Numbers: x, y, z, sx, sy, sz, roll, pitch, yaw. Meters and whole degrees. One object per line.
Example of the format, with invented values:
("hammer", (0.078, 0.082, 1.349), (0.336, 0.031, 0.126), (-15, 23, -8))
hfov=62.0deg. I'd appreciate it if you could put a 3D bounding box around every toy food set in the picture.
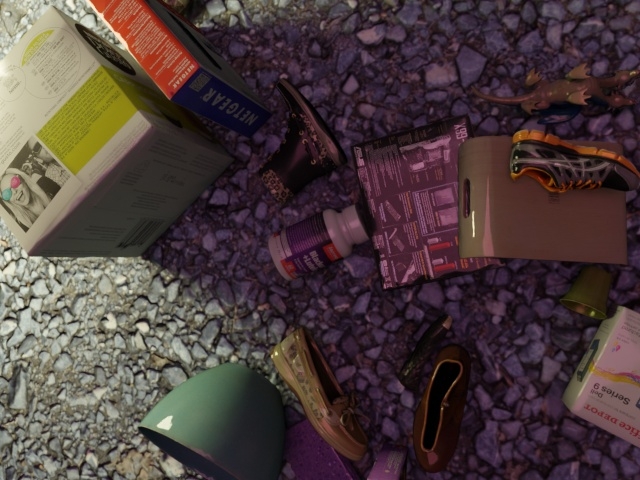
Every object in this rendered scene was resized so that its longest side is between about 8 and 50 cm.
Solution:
("toy food set", (0.408, -0.067, 0.977), (0.306, 0.092, 0.219), (3, 82, 0))

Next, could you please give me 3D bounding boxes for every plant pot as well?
("plant pot", (-0.185, 0.364, 1.071), (0.290, 0.290, 0.195), (21, 57, 15))
("plant pot", (0.499, 0.092, 0.984), (0.083, 0.083, 0.079), (24, 82, 15))

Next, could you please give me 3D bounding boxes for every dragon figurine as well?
("dragon figurine", (0.444, -0.271, 1.006), (0.289, 0.144, 0.085), (-3, 88, 34))

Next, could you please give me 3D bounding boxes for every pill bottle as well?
("pill bottle", (0.000, 0.000, 1.099), (0.193, 0.108, 0.108), (-24, 81, 13))

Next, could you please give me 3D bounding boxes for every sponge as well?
("sponge", (0.003, 0.473, 1.105), (0.117, 0.031, 0.210), (-37, 80, 22))

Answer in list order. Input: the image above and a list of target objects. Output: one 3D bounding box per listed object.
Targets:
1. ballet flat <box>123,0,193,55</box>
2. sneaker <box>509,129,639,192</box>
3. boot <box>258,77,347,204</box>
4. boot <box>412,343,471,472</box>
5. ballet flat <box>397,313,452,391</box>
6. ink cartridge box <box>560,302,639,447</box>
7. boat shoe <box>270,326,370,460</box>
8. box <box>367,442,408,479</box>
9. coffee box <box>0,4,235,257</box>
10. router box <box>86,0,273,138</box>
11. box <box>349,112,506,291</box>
("ballet flat", (-0.377, -0.515, 1.257), (0.084, 0.058, 0.250), (35, 104, -19))
("sneaker", (0.422, -0.116, 0.899), (0.215, 0.084, 0.083), (19, 82, 12))
("boot", (-0.073, -0.212, 1.143), (0.179, 0.085, 0.236), (-37, 78, 13))
("boot", (0.214, 0.321, 0.937), (0.096, 0.280, 0.264), (21, 93, 15))
("ballet flat", (0.215, 0.222, 1.064), (0.049, 0.057, 0.173), (31, 102, 3))
("ink cartridge box", (0.556, 0.241, 0.949), (0.154, 0.093, 0.212), (27, 96, 14))
("boat shoe", (0.011, 0.311, 1.084), (0.089, 0.104, 0.285), (-42, 77, 12))
("box", (0.118, 0.558, 0.994), (0.057, 0.201, 0.293), (5, 89, 15))
("coffee box", (-0.460, -0.196, 1.112), (0.338, 0.337, 0.334), (-43, 78, 10))
("router box", (-0.273, -0.369, 1.074), (0.082, 0.335, 0.301), (-43, 79, 12))
("box", (0.210, -0.071, 1.064), (0.242, 0.076, 0.307), (-14, 84, 14))
